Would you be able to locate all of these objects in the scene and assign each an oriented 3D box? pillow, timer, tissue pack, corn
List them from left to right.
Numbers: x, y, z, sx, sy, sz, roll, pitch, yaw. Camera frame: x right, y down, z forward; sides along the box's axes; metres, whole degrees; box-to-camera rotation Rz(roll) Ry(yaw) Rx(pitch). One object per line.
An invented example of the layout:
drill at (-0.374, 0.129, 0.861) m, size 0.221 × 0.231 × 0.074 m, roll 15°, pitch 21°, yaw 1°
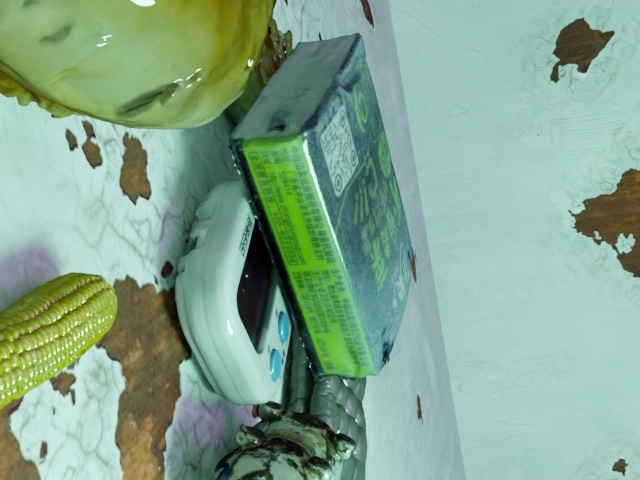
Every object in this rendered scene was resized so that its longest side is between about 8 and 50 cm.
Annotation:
corn at (-0.224, 0.076, 0.631) m, size 0.206 × 0.067 × 0.067 m, roll -46°, pitch 126°, yaw -68°
timer at (-0.104, 0.064, 1.030) m, size 0.262 × 0.087 × 0.237 m, roll -82°, pitch 158°, yaw -47°
pillow at (0.014, 0.264, 1.347) m, size 0.228 × 0.101 × 0.326 m, roll 57°, pitch 27°, yaw -50°
tissue pack at (0.025, -0.045, 1.116) m, size 0.288 × 0.124 × 0.394 m, roll -67°, pitch 146°, yaw -48°

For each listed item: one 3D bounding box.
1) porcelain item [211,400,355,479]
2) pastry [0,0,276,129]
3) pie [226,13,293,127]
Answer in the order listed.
porcelain item at (-0.058, 0.310, 0.969) m, size 0.288 × 0.138 × 0.186 m, roll 0°, pitch 112°, yaw -82°
pastry at (-0.179, -0.281, 0.626) m, size 0.409 × 0.245 × 0.409 m, roll -9°, pitch 90°, yaw -72°
pie at (-0.103, -0.298, 1.256) m, size 0.302 × 0.067 × 0.302 m, roll -7°, pitch 90°, yaw -76°
